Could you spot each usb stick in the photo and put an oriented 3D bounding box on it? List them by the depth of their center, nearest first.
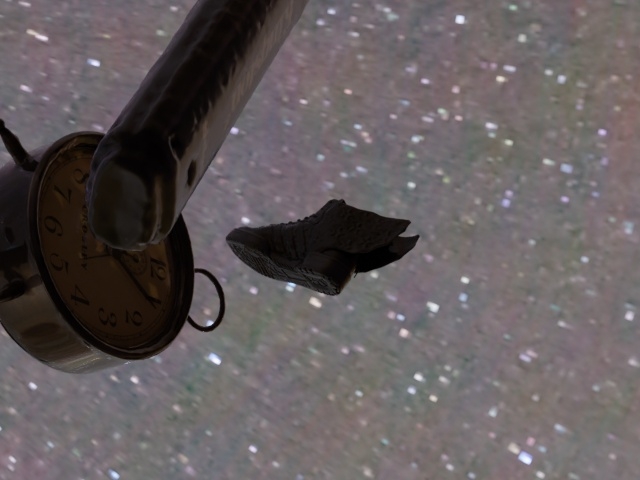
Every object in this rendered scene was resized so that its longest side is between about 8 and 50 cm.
[{"bbox_3d":[-0.045,-0.104,0.755,0.077,0.045,0.278,111,-176,-46],"label":"usb stick"}]

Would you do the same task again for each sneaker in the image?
[{"bbox_3d":[-0.001,-0.002,1.346,0.089,0.170,0.051,-53,-42,-22],"label":"sneaker"}]

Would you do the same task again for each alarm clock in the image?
[{"bbox_3d":[-0.120,0.015,0.831,0.192,0.064,0.129,25,-125,-46],"label":"alarm clock"}]
